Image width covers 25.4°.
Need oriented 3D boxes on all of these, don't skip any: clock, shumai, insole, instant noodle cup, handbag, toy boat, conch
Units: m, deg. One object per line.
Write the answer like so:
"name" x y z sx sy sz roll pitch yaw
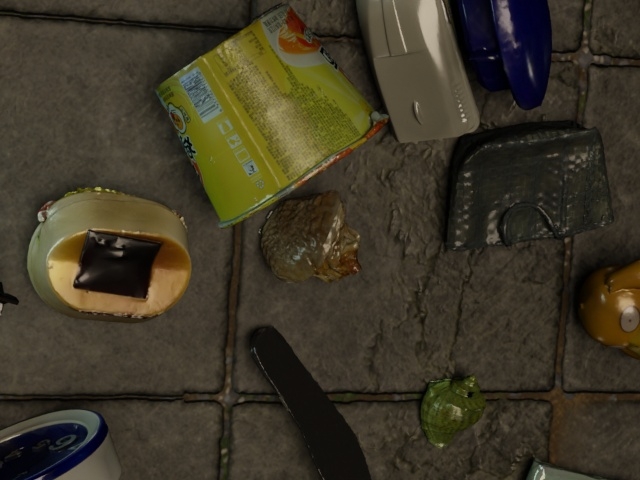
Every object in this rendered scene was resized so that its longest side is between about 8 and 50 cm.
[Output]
"clock" -0.365 0.295 1.762 0.230 0.230 0.083 -23 107 -14
"shumai" -0.001 0.004 1.920 0.116 0.146 0.145 25 88 -41
"insole" -0.008 0.253 1.958 0.309 0.012 0.110 57 38 -14
"instant noodle cup" -0.075 -0.164 1.806 0.264 0.264 0.200 -35 96 -11
"handbag" 0.298 -0.077 2.019 0.270 0.089 0.175 -9 106 -17
"toy boat" 0.134 -0.268 1.915 0.141 0.141 0.269 -14 100 -16
"conch" 0.186 0.239 2.032 0.089 0.074 0.121 34 104 12

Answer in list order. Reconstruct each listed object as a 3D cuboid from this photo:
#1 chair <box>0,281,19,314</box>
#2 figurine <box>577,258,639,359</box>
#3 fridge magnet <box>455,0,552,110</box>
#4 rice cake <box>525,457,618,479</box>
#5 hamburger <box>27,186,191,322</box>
"chair" -0.428 0.094 1.726 0.084 0.212 0.101 23 88 -20
"figurine" 0.500 0.098 2.065 0.228 0.215 0.215 -28 105 -28
"fridge magnet" 0.248 -0.303 1.899 0.113 0.265 0.265 -9 101 16
"rice cake" 0.396 0.406 2.121 0.237 0.043 0.127 17 90 -21
"hamburger" -0.267 0.021 1.829 0.210 0.116 0.172 5 103 -23
